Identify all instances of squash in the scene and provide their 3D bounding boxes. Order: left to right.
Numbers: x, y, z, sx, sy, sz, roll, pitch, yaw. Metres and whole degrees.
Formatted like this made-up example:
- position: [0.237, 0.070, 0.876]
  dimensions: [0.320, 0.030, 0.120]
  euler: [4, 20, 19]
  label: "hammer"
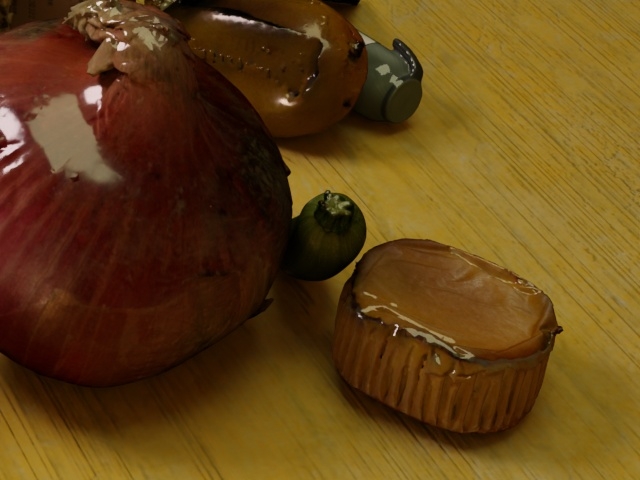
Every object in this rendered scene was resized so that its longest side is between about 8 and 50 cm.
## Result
- position: [0.000, 0.000, 1.707]
  dimensions: [0.069, 0.069, 0.258]
  euler: [2, -7, -10]
  label: "squash"

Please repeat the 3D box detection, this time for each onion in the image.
- position: [-0.188, -0.040, 1.633]
  dimensions: [0.354, 0.353, 0.353]
  euler: [6, 34, -4]
  label: "onion"

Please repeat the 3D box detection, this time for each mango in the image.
- position: [-0.068, -0.190, 2.004]
  dimensions: [0.249, 0.151, 0.156]
  euler: [8, 76, 15]
  label: "mango"

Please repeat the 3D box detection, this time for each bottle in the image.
- position: [0.012, -0.218, 2.104]
  dimensions: [0.254, 0.096, 0.079]
  euler: [37, 6, 35]
  label: "bottle"

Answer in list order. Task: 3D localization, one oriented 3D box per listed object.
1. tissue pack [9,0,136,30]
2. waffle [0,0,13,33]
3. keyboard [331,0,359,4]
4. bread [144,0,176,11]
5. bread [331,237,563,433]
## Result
- position: [-0.292, -0.321, 1.993]
  dimensions: [0.239, 0.305, 0.238]
  euler: [6, 35, -4]
  label: "tissue pack"
- position: [-0.465, -0.171, 1.775]
  dimensions: [0.114, 0.261, 0.376]
  euler: [30, 39, 34]
  label: "waffle"
- position: [-0.016, -0.296, 2.150]
  dimensions: [0.101, 0.018, 0.310]
  euler: [23, 9, 8]
  label: "keyboard"
- position: [-0.128, -0.317, 2.232]
  dimensions: [0.105, 0.076, 0.233]
  euler: [33, 39, 28]
  label: "bread"
- position: [0.109, 0.090, 1.669]
  dimensions: [0.199, 0.104, 0.199]
  euler: [10, 31, -6]
  label: "bread"
